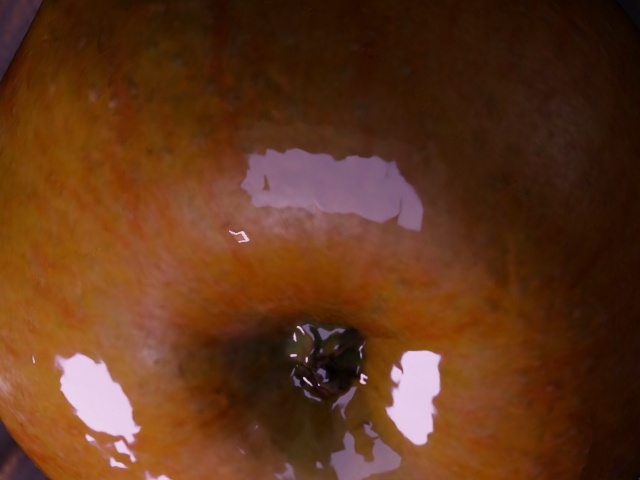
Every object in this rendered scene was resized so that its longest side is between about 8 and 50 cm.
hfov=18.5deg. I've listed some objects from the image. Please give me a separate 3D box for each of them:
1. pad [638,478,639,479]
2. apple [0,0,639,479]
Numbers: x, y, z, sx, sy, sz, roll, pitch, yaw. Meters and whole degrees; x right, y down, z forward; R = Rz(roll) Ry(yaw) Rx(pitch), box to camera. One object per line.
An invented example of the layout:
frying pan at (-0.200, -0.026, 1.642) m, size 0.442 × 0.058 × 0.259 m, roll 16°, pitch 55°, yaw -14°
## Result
pad at (0.259, 0.047, 1.180) m, size 0.163 × 0.004 × 0.243 m, roll 37°, pitch 97°, yaw 1°
apple at (0.000, 0.000, 1.023) m, size 0.400 × 0.333 × 0.400 m, roll 2°, pitch 101°, yaw 12°
